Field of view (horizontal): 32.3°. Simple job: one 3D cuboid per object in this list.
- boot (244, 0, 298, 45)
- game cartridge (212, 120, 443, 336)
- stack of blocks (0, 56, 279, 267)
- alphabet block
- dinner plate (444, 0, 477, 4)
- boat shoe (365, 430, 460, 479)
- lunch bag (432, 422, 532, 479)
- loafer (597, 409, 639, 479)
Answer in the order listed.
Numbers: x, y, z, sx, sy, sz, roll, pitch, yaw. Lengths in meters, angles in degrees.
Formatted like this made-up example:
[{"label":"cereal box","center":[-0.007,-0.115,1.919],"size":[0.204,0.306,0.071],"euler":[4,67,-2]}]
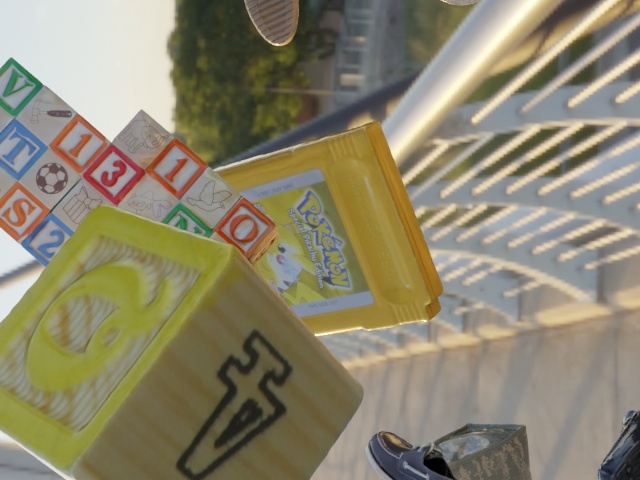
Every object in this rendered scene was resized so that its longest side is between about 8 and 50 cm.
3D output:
[{"label":"boot","center":[-0.068,-0.452,1.854],"size":[0.207,0.090,0.249],"euler":[-38,-65,-73]},{"label":"game cartridge","center":[0.000,0.000,1.585],"size":[0.323,0.052,0.285],"euler":[-12,105,42]},{"label":"stack of blocks","center":[-0.206,-0.041,1.062],"size":[0.171,0.297,0.087],"euler":[-50,-4,-6]},{"label":"alphabet block","center":[-0.120,0.115,0.849],"size":[0.192,0.197,0.193],"euler":[14,62,46]},{"label":"dinner plate","center":[0.208,-0.424,1.658],"size":[0.017,0.141,0.141],"euler":[176,96,-72]},{"label":"boat shoe","center":[0.123,0.247,1.173],"size":[0.206,0.075,0.065],"euler":[35,109,53]},{"label":"lunch bag","center":[0.278,0.495,2.090],"size":[0.287,0.168,0.235],"euler":[-13,-84,-52]},{"label":"loafer","center":[0.404,0.247,1.370],"size":[0.078,0.223,0.076],"euler":[6,117,47]}]
